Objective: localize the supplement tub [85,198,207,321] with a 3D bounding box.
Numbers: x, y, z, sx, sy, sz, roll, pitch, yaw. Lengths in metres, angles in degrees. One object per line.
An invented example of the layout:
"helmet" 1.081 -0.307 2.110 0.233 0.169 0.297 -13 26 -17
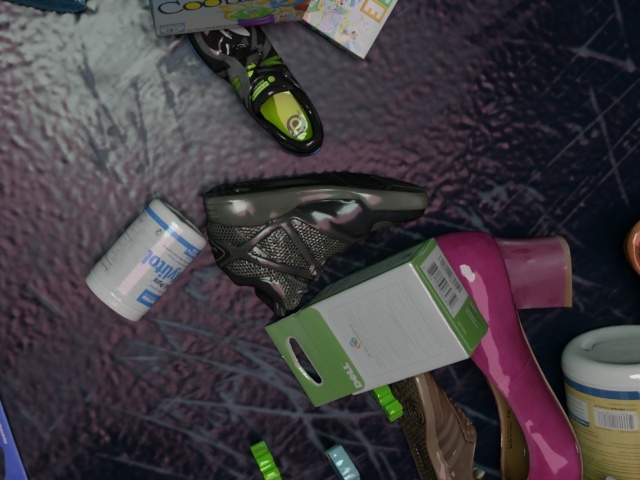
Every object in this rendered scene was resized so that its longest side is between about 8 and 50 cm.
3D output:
"supplement tub" -0.170 0.018 0.753 0.071 0.071 0.107 40 89 -15

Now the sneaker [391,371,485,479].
"sneaker" 0.135 0.208 0.865 0.071 0.066 0.188 -24 109 -25

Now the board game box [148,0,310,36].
"board game box" -0.095 -0.334 0.647 0.144 0.142 0.275 -9 89 -10

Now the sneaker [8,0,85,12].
"sneaker" -0.316 -0.275 0.671 0.228 0.087 0.092 11 90 -21

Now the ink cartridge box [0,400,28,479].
"ink cartridge box" -0.454 0.256 0.738 0.311 0.065 0.186 -15 103 -11

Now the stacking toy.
"stacking toy" 0.045 0.272 0.804 0.167 0.052 0.221 -26 65 -15

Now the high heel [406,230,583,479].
"high heel" 0.179 0.177 0.838 0.181 0.127 0.377 -4 92 -8

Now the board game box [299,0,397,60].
"board game box" 0.037 -0.276 0.771 0.103 0.026 0.154 29 92 -16

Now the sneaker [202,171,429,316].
"sneaker" 0.000 0.000 0.782 0.227 0.087 0.130 -8 109 -14

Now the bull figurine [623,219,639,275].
"bull figurine" 0.485 -0.022 0.873 0.310 0.101 0.188 -29 106 -7

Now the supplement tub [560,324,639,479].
"supplement tub" 0.354 0.210 0.861 0.144 0.144 0.200 -12 102 -10

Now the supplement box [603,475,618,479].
"supplement box" 0.286 0.369 0.818 0.073 0.239 0.130 25 53 18

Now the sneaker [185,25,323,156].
"sneaker" -0.058 -0.160 0.743 0.067 0.078 0.188 -41 103 -2

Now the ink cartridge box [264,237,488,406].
"ink cartridge box" 0.053 0.089 0.787 0.209 0.062 0.109 -28 98 38
